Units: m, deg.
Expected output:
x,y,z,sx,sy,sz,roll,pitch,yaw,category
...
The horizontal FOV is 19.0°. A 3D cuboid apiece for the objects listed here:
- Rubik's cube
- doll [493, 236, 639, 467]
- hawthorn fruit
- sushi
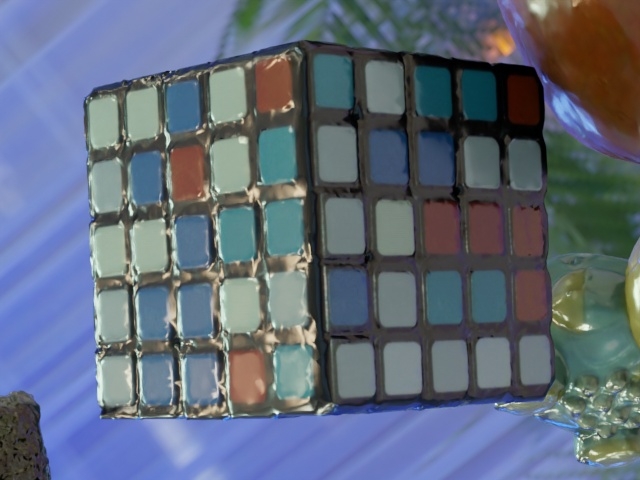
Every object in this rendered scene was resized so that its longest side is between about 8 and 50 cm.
x,y,z,sx,sy,sz,roll,pitch,yaw,category
0.000,0.000,1.013,0.187,0.184,0.182,1,-95,-45,Rubik's cube
0.275,0.060,1.480,0.177,0.261,0.161,34,-134,-35,doll
0.173,-0.157,1.036,0.251,0.199,0.199,49,-169,11,hawthorn fruit
-0.296,0.203,1.593,0.225,0.136,0.126,-17,92,68,sushi
